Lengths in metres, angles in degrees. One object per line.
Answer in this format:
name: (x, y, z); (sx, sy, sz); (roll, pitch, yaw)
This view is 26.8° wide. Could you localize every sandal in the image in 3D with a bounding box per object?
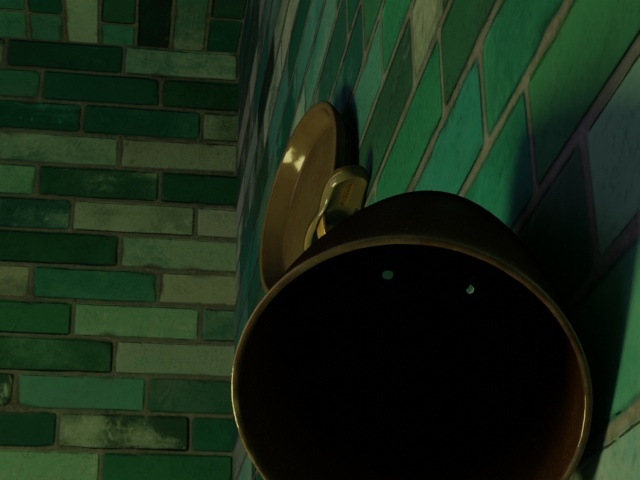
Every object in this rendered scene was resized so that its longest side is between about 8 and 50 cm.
sandal: (0.025, -0.016, 1.661); (0.049, 0.072, 0.180); (59, 147, 36)

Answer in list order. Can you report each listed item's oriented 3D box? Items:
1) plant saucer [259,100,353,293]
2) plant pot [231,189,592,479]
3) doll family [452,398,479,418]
plant saucer: (-0.018, -0.052, 1.827); (0.278, 0.041, 0.277); (-166, 90, -73)
plant pot: (0.069, 0.054, 0.903); (0.230, 0.215, 0.215); (-69, -14, -66)
doll family: (0.108, 0.174, 0.966); (0.193, 0.076, 0.111); (-102, 21, -44)
